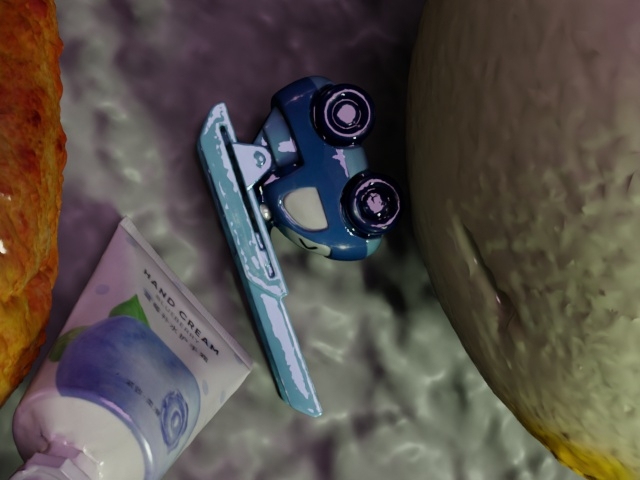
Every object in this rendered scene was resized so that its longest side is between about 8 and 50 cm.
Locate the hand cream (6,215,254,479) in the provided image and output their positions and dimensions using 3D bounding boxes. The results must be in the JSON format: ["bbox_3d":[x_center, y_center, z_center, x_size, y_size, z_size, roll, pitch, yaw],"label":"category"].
[{"bbox_3d":[-0.071,0.053,0.484,0.084,0.053,0.142,50,32,-13],"label":"hand cream"}]

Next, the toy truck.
[{"bbox_3d":[0.000,0.000,0.548,0.074,0.063,0.136,-20,90,-8],"label":"toy truck"}]

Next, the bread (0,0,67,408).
[{"bbox_3d":[-0.149,-0.051,0.466,0.139,0.095,0.269,20,69,-28],"label":"bread"}]

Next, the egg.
[{"bbox_3d":[0.134,-0.041,0.528,0.201,0.337,0.337,-11,82,17],"label":"egg"}]
